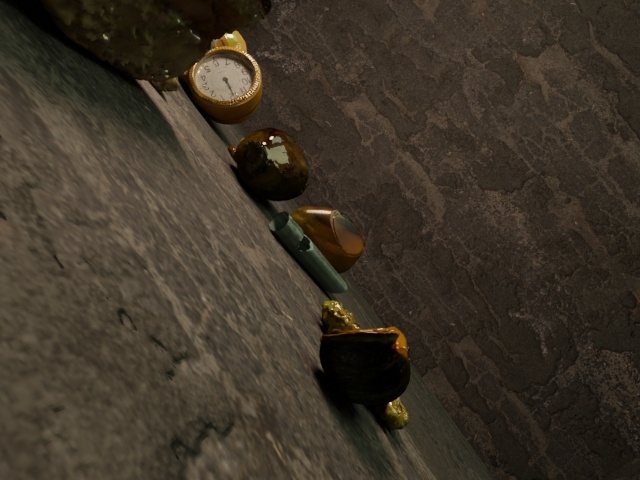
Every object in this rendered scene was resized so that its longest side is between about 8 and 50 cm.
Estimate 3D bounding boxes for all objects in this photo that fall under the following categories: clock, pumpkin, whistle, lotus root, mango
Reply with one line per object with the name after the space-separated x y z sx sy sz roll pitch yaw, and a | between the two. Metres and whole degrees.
-0.320 -0.525 1.405 0.317 0.244 0.200 58 -11 16 | clock
0.066 0.173 0.599 0.183 0.119 0.107 32 58 -69 | pumpkin
-0.024 0.047 1.122 0.312 0.062 0.062 52 4 -39 | whistle
-0.126 -0.213 1.236 0.196 0.179 0.397 56 10 4 | lotus root
0.000 0.000 1.228 0.236 0.166 0.136 47 46 -24 | mango

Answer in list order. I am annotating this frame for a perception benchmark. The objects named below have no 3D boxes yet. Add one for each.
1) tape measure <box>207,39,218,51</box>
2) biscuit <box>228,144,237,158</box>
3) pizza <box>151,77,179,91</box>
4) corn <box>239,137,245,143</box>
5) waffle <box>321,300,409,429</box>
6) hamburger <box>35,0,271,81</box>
-0.411 -0.634 1.208 0.271 0.231 0.133 56 5 23 | tape measure
-0.231 -0.231 1.395 0.188 0.027 0.188 54 4 -5 | biscuit
-0.385 -0.430 0.831 0.189 0.071 0.297 57 5 39 | pizza
-0.280 -0.363 1.762 0.072 0.072 0.203 54 1 7 | corn
0.080 0.223 0.815 0.291 0.051 0.291 54 4 -6 | waffle
-0.262 -0.409 0.578 0.287 0.268 0.445 56 7 -2 | hamburger
